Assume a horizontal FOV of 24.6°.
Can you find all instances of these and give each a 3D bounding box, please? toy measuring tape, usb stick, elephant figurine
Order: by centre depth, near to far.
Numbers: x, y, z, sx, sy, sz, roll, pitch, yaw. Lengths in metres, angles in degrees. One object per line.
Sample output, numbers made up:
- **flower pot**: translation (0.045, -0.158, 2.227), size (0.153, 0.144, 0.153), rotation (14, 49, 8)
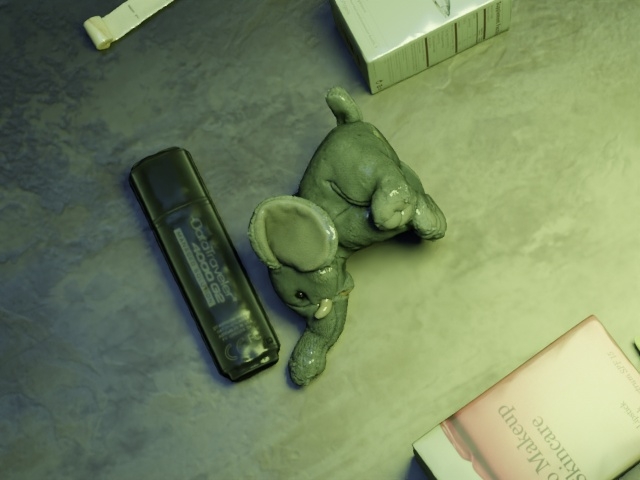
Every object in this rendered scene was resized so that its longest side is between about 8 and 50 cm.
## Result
- **elephant figurine**: translation (0.000, 0.000, 1.575), size (0.239, 0.169, 0.186), rotation (-37, 46, 12)
- **usb stick**: translation (-0.130, 0.023, 1.629), size (0.077, 0.045, 0.278), rotation (-24, 75, -8)
- **toy measuring tape**: translation (-0.137, -0.338, 1.683), size (0.330, 0.121, 0.121), rotation (-33, 75, -3)

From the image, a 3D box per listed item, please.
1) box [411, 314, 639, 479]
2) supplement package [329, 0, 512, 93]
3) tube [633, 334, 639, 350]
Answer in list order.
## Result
- **box**: translation (0.228, 0.207, 1.505), size (0.232, 0.127, 0.148), rotation (-35, 76, -4)
- **supplement package**: translation (0.112, -0.261, 1.643), size (0.179, 0.105, 0.105), rotation (-27, 74, -2)
- **tube**: translation (0.416, 0.195, 1.530), size (0.070, 0.062, 0.240), rotation (-2, 64, -40)
